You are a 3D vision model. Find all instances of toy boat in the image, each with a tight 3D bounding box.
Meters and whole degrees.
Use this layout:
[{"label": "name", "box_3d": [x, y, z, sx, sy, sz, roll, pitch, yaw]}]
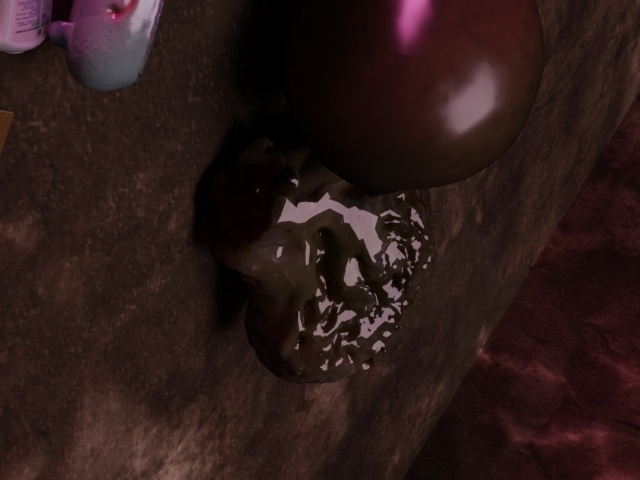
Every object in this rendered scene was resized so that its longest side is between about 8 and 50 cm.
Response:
[{"label": "toy boat", "box_3d": [-0.167, -0.224, 0.900, 0.078, 0.134, 0.208, 13, 88, -23]}]

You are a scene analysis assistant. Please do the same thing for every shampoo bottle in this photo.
[{"label": "shampoo bottle", "box_3d": [-0.236, -0.192, 0.866, 0.072, 0.043, 0.099, -42, 150, -57]}]

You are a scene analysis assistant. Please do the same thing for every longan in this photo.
[{"label": "longan", "box_3d": [0.100, -0.200, 1.245, 0.319, 0.319, 0.319, -47, 152, -36]}]

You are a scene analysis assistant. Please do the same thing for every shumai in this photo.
[{"label": "shumai", "box_3d": [0.000, 0.000, 1.351, 0.346, 0.217, 0.283, -60, 158, -4]}]

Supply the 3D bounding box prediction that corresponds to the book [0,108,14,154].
[{"label": "book", "box_3d": [-0.316, -0.057, 0.871, 0.172, 0.012, 0.118, 4, 109, -66]}]
